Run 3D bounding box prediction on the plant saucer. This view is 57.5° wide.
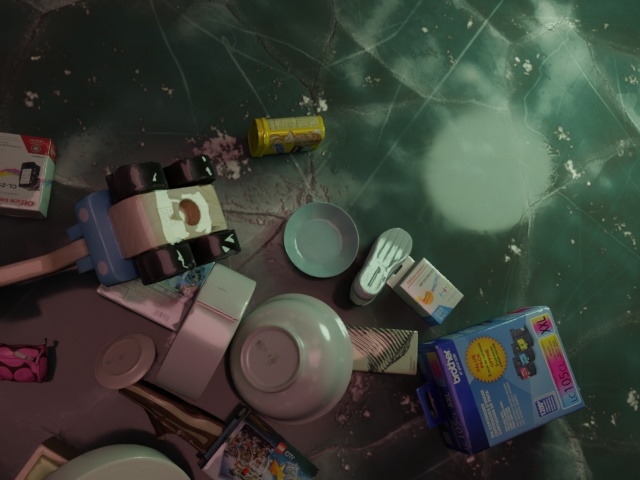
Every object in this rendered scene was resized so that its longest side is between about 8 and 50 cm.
[{"bbox_3d":[0.000,0.000,1.478,0.195,0.037,0.194,3,78,-13],"label":"plant saucer"}]

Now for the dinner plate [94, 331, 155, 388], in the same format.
[{"bbox_3d":[-0.432,0.259,1.283,0.141,0.017,0.141,-9,48,10],"label":"dinner plate"}]

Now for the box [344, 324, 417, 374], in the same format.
[{"bbox_3d":[0.091,0.263,1.412,0.275,0.094,0.113,5,78,-13],"label":"box"}]

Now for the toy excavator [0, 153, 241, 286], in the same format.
[{"bbox_3d":[-0.457,0.017,1.196,0.433,0.445,0.222,-20,89,-57],"label":"toy excavator"}]

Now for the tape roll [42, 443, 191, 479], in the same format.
[{"bbox_3d":[-0.413,0.591,1.122,0.392,0.072,0.391,-11,106,-42],"label":"tape roll"}]

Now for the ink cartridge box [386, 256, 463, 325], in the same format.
[{"bbox_3d":[0.262,0.120,1.503,0.181,0.061,0.104,43,72,-1],"label":"ink cartridge box"}]

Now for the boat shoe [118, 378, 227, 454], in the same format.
[{"bbox_3d":[-0.336,0.393,1.282,0.258,0.095,0.095,30,79,-6],"label":"boat shoe"}]

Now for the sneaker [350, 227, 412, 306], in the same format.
[{"bbox_3d":[0.144,0.063,1.476,0.094,0.091,0.258,42,51,3],"label":"sneaker"}]

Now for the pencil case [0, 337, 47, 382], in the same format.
[{"bbox_3d":[-0.685,0.250,1.223,0.210,0.098,0.095,3,77,-12],"label":"pencil case"}]

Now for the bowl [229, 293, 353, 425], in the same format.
[{"bbox_3d":[-0.085,0.258,1.282,0.298,0.134,0.297,-3,78,16],"label":"bowl"}]

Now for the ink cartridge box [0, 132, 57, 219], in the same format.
[{"bbox_3d":[-0.682,-0.145,1.323,0.128,0.072,0.175,6,76,-13],"label":"ink cartridge box"}]

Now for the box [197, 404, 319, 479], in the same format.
[{"bbox_3d":[-0.134,0.504,1.300,0.233,0.044,0.159,47,70,-17],"label":"box"}]

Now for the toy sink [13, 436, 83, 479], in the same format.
[{"bbox_3d":[-0.506,0.533,1.188,0.234,0.131,0.152,35,73,-5],"label":"toy sink"}]

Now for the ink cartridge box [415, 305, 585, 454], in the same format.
[{"bbox_3d":[0.411,0.349,1.448,0.396,0.151,0.269,-16,82,-15],"label":"ink cartridge box"}]

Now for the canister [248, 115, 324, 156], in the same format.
[{"bbox_3d":[-0.086,-0.264,1.468,0.170,0.126,0.073,-8,80,-17],"label":"canister"}]

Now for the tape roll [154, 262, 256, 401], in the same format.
[{"bbox_3d":[-0.243,0.192,1.246,0.100,0.286,0.286,28,73,-6],"label":"tape roll"}]

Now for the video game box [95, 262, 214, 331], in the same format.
[{"bbox_3d":[-0.381,0.087,1.360,0.205,0.048,0.187,28,74,-6],"label":"video game box"}]
